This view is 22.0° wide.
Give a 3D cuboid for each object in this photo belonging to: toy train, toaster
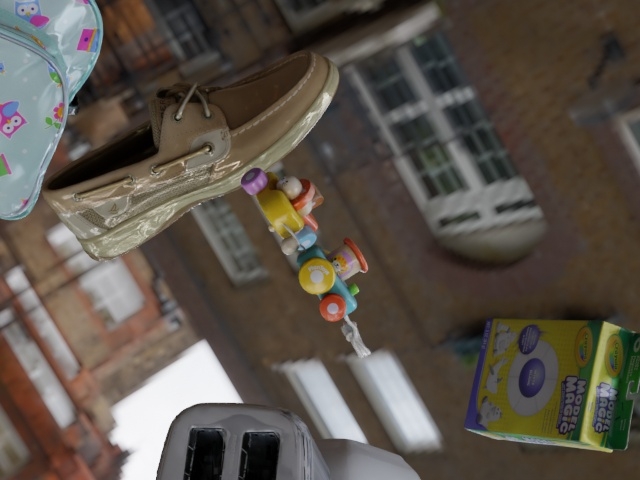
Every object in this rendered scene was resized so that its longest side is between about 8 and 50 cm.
[{"bbox_3d":[0.000,0.000,1.193,0.046,0.166,0.125,-35,147,5],"label":"toy train"},{"bbox_3d":[-0.059,0.213,1.228,0.129,0.227,0.146,5,156,7],"label":"toaster"}]

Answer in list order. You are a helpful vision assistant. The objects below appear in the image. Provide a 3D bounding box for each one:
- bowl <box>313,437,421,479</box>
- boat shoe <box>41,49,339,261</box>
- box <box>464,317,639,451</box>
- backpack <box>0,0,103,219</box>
[{"bbox_3d":[0.011,0.210,1.461,0.142,0.053,0.142,-8,160,37],"label":"bowl"},{"bbox_3d":[-0.138,-0.108,1.754,0.341,0.110,0.121,-34,-151,7],"label":"boat shoe"},{"bbox_3d":[0.199,0.121,1.392,0.179,0.043,0.105,-3,-108,55],"label":"box"},{"bbox_3d":[-0.234,-0.119,1.089,0.188,0.166,0.144,-65,-158,12],"label":"backpack"}]
